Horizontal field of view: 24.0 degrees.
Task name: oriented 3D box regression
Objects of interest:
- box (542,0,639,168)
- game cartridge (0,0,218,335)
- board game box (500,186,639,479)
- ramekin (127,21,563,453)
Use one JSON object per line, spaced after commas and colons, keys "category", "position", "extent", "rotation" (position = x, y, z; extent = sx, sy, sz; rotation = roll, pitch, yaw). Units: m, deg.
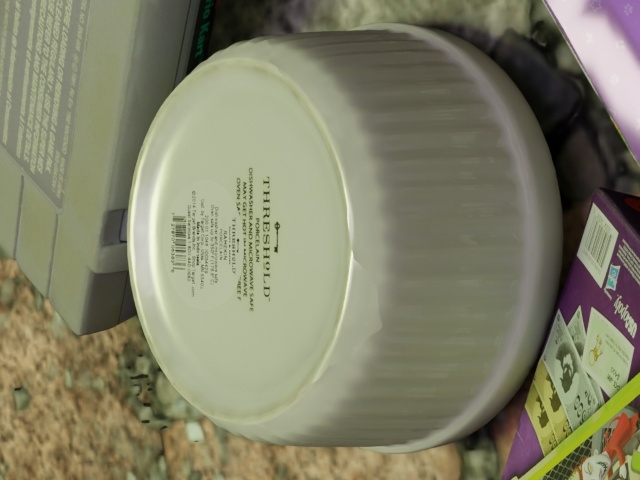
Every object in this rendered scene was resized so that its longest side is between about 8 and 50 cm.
{"category": "box", "position": [0.142, -0.082, 0.508], "extent": [0.057, 0.201, 0.293], "rotation": [-36, 71, 30]}
{"category": "game cartridge", "position": [-0.148, -0.141, 0.822], "extent": [0.230, 0.068, 0.355], "rotation": [41, 136, 26]}
{"category": "board game box", "position": [0.128, 0.137, 0.516], "extent": [0.347, 0.056, 0.208], "rotation": [-104, 31, -67]}
{"category": "ramekin", "position": [0.000, 0.000, 0.699], "extent": [0.207, 0.109, 0.207], "rotation": [3, 95, 49]}
